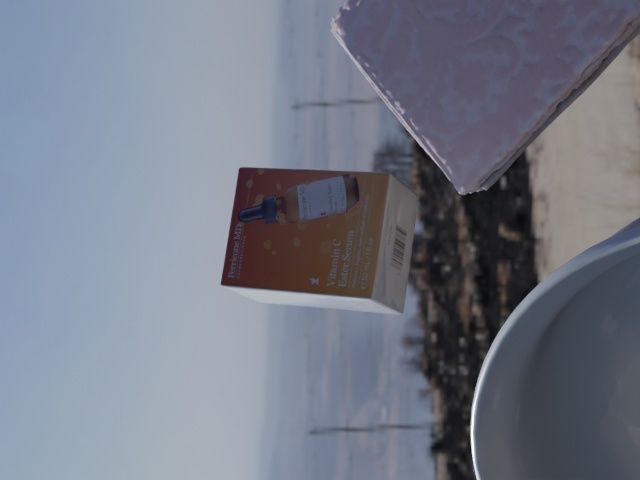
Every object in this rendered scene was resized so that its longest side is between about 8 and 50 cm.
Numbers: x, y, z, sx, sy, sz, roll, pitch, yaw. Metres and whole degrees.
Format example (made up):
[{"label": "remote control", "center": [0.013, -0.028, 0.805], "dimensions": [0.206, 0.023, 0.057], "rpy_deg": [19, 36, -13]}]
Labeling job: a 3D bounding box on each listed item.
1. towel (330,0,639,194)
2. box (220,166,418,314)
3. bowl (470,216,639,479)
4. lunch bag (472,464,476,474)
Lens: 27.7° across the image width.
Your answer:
[{"label": "towel", "center": [0.196, -0.267, 1.486], "dimensions": [0.332, 0.053, 0.317], "rpy_deg": [-46, 59, 20]}, {"label": "box", "center": [0.000, 0.000, 1.325], "dimensions": [0.091, 0.170, 0.130], "rpy_deg": [29, -114, -64]}, {"label": "bowl", "center": [0.232, 0.081, 0.628], "dimensions": [0.134, 0.298, 0.298], "rpy_deg": [-56, -25, -53]}, {"label": "lunch bag", "center": [0.353, 0.300, 1.076], "dimensions": [0.385, 0.239, 0.328], "rpy_deg": [33, 163, 42]}]
